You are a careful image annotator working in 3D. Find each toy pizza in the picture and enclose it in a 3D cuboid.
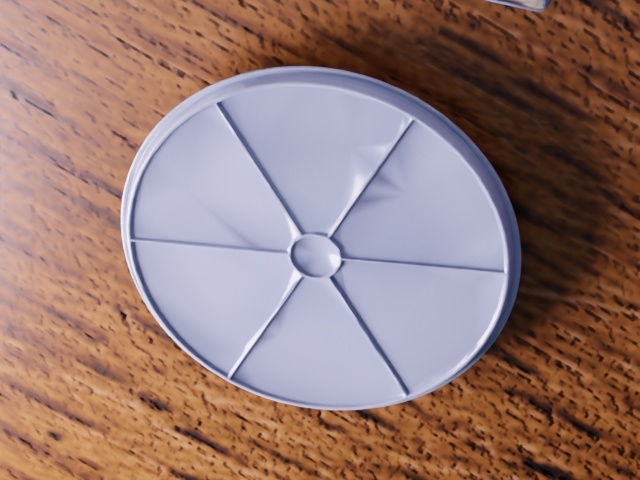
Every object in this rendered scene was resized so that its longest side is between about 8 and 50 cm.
[{"bbox_3d":[0.000,0.000,0.829,0.201,0.032,0.201,6,123,9],"label":"toy pizza"}]

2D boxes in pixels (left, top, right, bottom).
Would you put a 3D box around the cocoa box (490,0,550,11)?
[{"bbox_3d":[0.013,-0.287,0.499,0.228,0.231,0.347,15,128,7],"label":"cocoa box"}]
